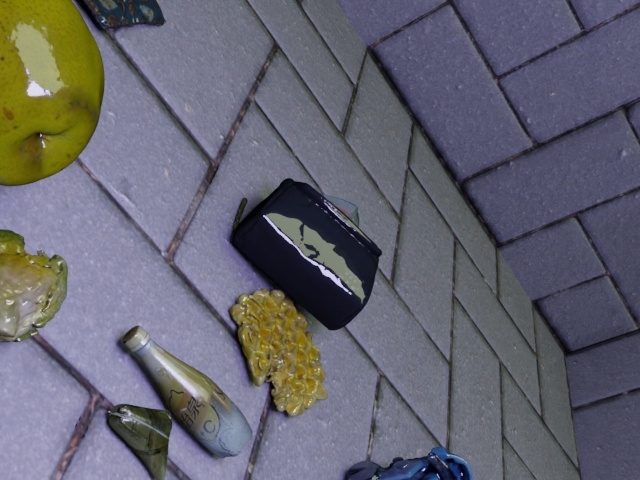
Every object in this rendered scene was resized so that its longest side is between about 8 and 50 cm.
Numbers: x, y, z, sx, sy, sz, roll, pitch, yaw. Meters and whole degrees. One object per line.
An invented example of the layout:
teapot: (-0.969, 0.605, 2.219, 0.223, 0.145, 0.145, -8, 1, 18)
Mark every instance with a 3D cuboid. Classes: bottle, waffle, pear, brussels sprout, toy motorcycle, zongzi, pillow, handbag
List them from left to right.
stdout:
pear: (-0.428, -0.224, 1.080, 0.294, 0.294, 0.294, 43, 33, -38)
brussels sprout: (-0.409, 0.060, 1.050, 0.139, 0.100, 0.181, 45, 33, -29)
pillow: (-0.415, -0.512, 1.611, 0.189, 0.034, 0.255, 62, 26, -7)
zongzi: (-0.266, 0.300, 1.176, 0.104, 0.052, 0.113, 22, 61, -45)
bottle: (-0.213, 0.238, 1.278, 0.269, 0.083, 0.083, 53, 28, -23)
waffle: (-0.076, 0.218, 1.587, 0.250, 0.056, 0.261, 11, 55, -61)
handbag: (0.001, -0.001, 1.687, 0.302, 0.178, 0.275, 41, 39, -6)
toy motorcycle: (0.162, 0.515, 1.570, 0.416, 0.232, 0.172, -24, 92, -64)

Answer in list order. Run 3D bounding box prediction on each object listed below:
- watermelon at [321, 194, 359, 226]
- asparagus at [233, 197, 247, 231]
watermelon: (-0.017, 0.000, 1.907, 0.202, 0.136, 0.207, -24, 121, -28)
asparagus: (-0.170, -0.054, 1.695, 0.015, 0.014, 0.114, 35, 36, -17)
